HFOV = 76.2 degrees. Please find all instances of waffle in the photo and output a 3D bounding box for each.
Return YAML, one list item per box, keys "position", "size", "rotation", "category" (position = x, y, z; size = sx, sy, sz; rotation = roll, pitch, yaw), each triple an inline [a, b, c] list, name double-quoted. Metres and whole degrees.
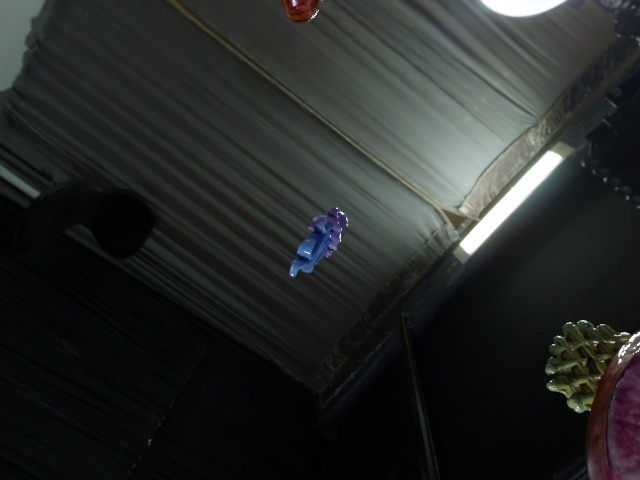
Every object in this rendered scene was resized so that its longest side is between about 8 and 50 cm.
- position: [0.450, 0.209, 0.628]
  size: [0.169, 0.184, 0.036]
  rotation: [-51, 147, -30]
  category: "waffle"

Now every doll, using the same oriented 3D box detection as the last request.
- position: [0.000, 0.000, 0.755]
  size: [0.206, 0.067, 0.109]
  rotation: [-47, 160, -48]
  category: "doll"

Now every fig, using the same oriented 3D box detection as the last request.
- position: [-0.044, -0.653, 1.093]
  size: [0.151, 0.128, 0.128]
  rotation: [1, -137, 34]
  category: "fig"

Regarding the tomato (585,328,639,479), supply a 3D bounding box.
- position: [0.412, 0.205, 0.416]
  size: [0.334, 0.290, 0.176]
  rotation: [-51, 168, -12]
  category: "tomato"
